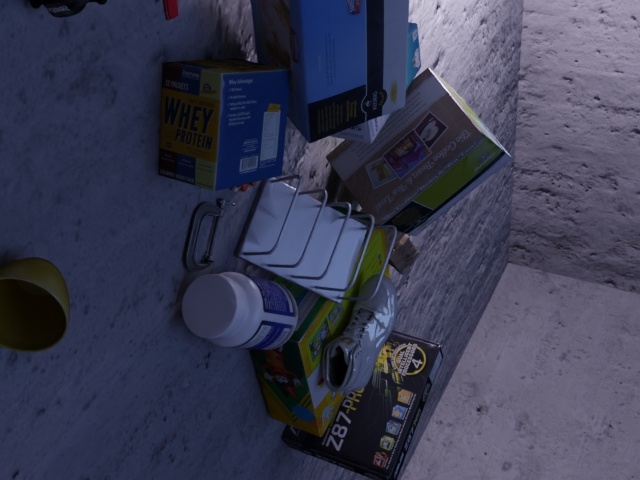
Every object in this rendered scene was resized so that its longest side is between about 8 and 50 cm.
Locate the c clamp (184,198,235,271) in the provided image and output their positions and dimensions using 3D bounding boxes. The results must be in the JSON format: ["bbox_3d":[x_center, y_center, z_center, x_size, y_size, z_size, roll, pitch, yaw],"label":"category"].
[{"bbox_3d":[-0.219,-0.011,1.693,0.137,0.022,0.161,25,79,-66],"label":"c clamp"}]

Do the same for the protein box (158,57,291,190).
[{"bbox_3d":[-0.170,-0.213,1.523,0.199,0.135,0.201,-20,121,-53],"label":"protein box"}]

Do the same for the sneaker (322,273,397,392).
[{"bbox_3d":[0.093,0.221,2.002,0.169,0.108,0.293,10,95,-68],"label":"sneaker"}]

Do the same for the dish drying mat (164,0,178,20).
[{"bbox_3d":[-0.252,-0.412,1.419,0.032,0.008,0.083,-50,145,-47],"label":"dish drying mat"}]

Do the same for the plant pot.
[{"bbox_3d":[-0.415,0.078,1.211,0.095,0.134,0.134,-88,175,-55],"label":"plant pot"}]

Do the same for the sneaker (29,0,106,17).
[{"bbox_3d":[-0.361,-0.358,1.099,0.276,0.097,0.135,-26,124,-62],"label":"sneaker"}]

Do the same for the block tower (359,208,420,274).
[{"bbox_3d":[0.196,-0.006,2.491,0.091,0.097,0.335,-50,151,-4],"label":"block tower"}]

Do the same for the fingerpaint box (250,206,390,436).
[{"bbox_3d":[0.012,0.196,2.139,0.445,0.163,0.371,-55,148,-37],"label":"fingerpaint box"}]

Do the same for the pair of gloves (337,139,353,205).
[{"bbox_3d":[0.103,-0.196,2.275,0.240,0.042,0.204,-6,107,-65],"label":"pair of gloves"}]

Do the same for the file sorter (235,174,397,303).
[{"bbox_3d":[0.000,0.000,1.833,0.277,0.173,0.193,26,76,-27],"label":"file sorter"}]

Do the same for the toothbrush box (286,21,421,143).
[{"bbox_3d":[0.069,-0.366,1.894,0.296,0.216,0.126,-57,149,-34],"label":"toothbrush box"}]

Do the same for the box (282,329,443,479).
[{"bbox_3d":[0.120,0.424,2.313,0.395,0.318,0.097,-64,154,-22],"label":"box"}]

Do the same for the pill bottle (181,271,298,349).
[{"bbox_3d":[-0.163,0.145,1.741,0.264,0.153,0.153,23,82,-66],"label":"pill bottle"}]

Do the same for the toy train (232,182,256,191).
[{"bbox_3d":[-0.145,-0.177,1.724,0.166,0.046,0.125,79,31,-51],"label":"toy train"}]

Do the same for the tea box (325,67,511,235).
[{"bbox_3d":[0.248,-0.203,2.090,0.329,0.220,0.323,-40,161,15],"label":"tea box"}]

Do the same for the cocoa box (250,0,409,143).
[{"bbox_3d":[0.014,-0.406,1.600,0.227,0.231,0.347,-24,141,-17],"label":"cocoa box"}]
